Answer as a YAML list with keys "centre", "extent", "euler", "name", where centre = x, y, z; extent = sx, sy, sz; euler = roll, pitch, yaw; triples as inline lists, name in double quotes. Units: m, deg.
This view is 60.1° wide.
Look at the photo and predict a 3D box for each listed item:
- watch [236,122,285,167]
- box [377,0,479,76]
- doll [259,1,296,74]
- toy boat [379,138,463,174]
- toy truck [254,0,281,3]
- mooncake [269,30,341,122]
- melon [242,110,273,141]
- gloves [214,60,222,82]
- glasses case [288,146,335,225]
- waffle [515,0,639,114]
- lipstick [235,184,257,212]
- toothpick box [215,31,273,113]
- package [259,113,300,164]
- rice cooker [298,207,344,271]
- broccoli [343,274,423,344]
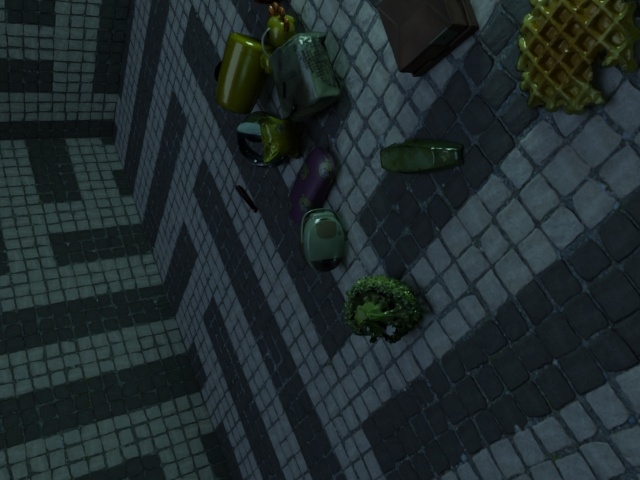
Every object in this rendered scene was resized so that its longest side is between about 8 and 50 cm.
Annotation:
- centre: [-0.207, -0.343, 2.021]
  extent: [0.206, 0.068, 0.193]
  euler: [10, 149, 29]
  name: "watch"
- centre: [0.250, -0.545, 1.337]
  extent: [0.215, 0.086, 0.215]
  euler: [-30, 72, 55]
  name: "box"
- centre: [-0.145, -0.683, 1.864]
  extent: [0.143, 0.135, 0.221]
  euler: [54, 151, 38]
  name: "doll"
- centre: [0.246, -0.219, 1.451]
  extent: [0.293, 0.055, 0.093]
  euler: [10, 108, 56]
  name: "toy boat"
- centre: [-0.196, -0.911, 1.914]
  extent: [0.114, 0.107, 0.253]
  euler: [-47, 57, 52]
  name: "toy truck"
- centre: [-0.046, -0.520, 1.751]
  extent: [0.250, 0.136, 0.254]
  euler: [-5, 100, 59]
  name: "mooncake"
- centre: [-0.235, -0.428, 2.089]
  extent: [0.167, 0.114, 0.114]
  euler: [-12, 88, 55]
  name: "melon"
- centre: [-0.333, -0.628, 2.193]
  extent: [0.203, 0.124, 0.164]
  euler: [34, 160, 18]
  name: "gloves"
- centre: [-0.035, -0.177, 1.874]
  extent: [0.123, 0.075, 0.316]
  euler: [60, 142, 27]
  name: "glasses case"
- centre: [0.478, -0.372, 1.059]
  extent: [0.250, 0.056, 0.261]
  euler: [11, 109, 56]
  name: "waffle"
- centre: [-0.314, -0.176, 2.352]
  extent: [0.176, 0.027, 0.027]
  euler: [50, 136, 37]
  name: "lipstick"
- centre: [-0.287, -0.602, 2.029]
  extent: [0.175, 0.175, 0.271]
  euler: [45, 122, 43]
  name: "toothpick box"
- centre: [-0.133, -0.349, 1.876]
  extent: [0.090, 0.226, 0.168]
  euler: [3, 105, 27]
  name: "package"
- centre: [0.000, 0.000, 1.806]
  extent: [0.127, 0.145, 0.206]
  euler: [174, 90, -67]
  name: "rice cooker"
- centre: [0.173, 0.196, 1.562]
  extent: [0.226, 0.176, 0.198]
  euler: [-144, 47, -66]
  name: "broccoli"
